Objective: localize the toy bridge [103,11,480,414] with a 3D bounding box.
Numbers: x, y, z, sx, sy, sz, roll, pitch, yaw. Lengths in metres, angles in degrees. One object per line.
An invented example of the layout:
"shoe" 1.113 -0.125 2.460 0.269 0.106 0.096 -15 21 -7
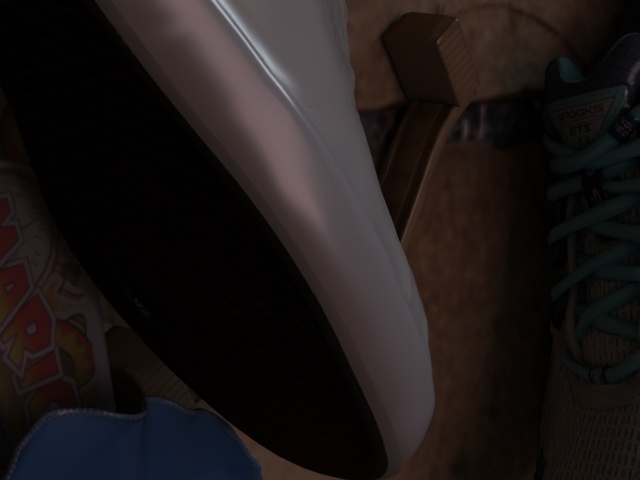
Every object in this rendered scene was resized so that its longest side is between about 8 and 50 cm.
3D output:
"toy bridge" 0.000 0.000 0.593 0.188 0.026 0.063 -48 132 -32

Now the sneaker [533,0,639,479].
"sneaker" 0.122 -0.011 0.691 0.122 0.110 0.283 37 62 -33

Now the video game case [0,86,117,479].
"video game case" -0.138 0.032 0.443 0.206 0.026 0.227 -24 114 -44

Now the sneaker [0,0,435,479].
"sneaker" -0.021 -0.067 0.455 0.123 0.106 0.290 -46 127 -30

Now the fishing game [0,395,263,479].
"fishing game" -0.070 0.134 0.496 0.189 0.041 0.264 -62 146 -8
